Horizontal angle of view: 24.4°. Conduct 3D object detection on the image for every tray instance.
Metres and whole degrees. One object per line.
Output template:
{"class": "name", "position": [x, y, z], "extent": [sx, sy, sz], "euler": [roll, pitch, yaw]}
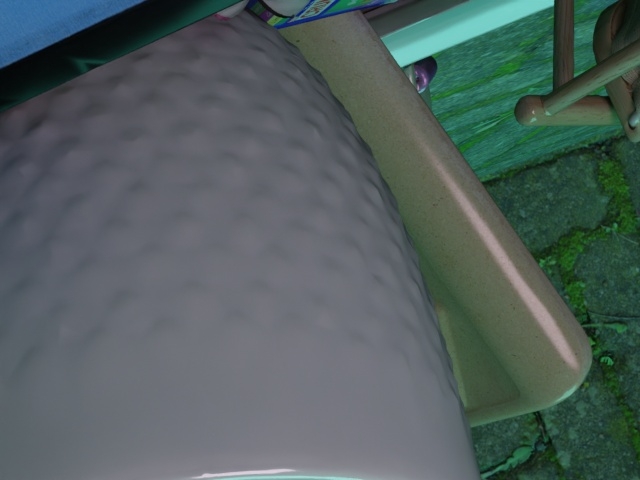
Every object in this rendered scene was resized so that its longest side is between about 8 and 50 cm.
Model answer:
{"class": "tray", "position": [0.075, -0.165, 1.132], "extent": [0.270, 0.030, 0.145], "euler": [-21, 176, 7]}

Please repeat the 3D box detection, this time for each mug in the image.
{"class": "mug", "position": [-0.081, 0.066, 0.763], "extent": [0.276, 0.328, 0.374], "euler": [-11, 144, -3]}

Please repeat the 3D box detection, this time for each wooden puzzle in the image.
{"class": "wooden puzzle", "position": [0.000, 0.000, 1.060], "extent": [0.080, 0.322, 0.348], "euler": [-40, -173, -38]}

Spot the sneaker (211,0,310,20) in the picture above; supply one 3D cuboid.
{"class": "sneaker", "position": [-0.023, -0.154, 0.696], "extent": [0.077, 0.072, 0.178], "euler": [-35, 179, 19]}

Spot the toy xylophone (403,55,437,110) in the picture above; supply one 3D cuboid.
{"class": "toy xylophone", "position": [-0.038, -0.063, 1.271], "extent": [0.323, 0.081, 0.236], "euler": [-23, -170, 6]}

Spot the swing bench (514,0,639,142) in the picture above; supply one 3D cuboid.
{"class": "swing bench", "position": [0.287, -0.147, 0.849], "extent": [0.255, 0.165, 0.253], "euler": [16, 155, -26]}

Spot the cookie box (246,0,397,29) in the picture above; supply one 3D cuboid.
{"class": "cookie box", "position": [0.017, -0.161, 0.853], "extent": [0.107, 0.040, 0.092], "euler": [-17, 175, -31]}

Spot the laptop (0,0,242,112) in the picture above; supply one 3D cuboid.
{"class": "laptop", "position": [-0.149, -0.095, 0.290], "extent": [0.234, 0.136, 0.264], "euler": [-23, 175, 13]}
